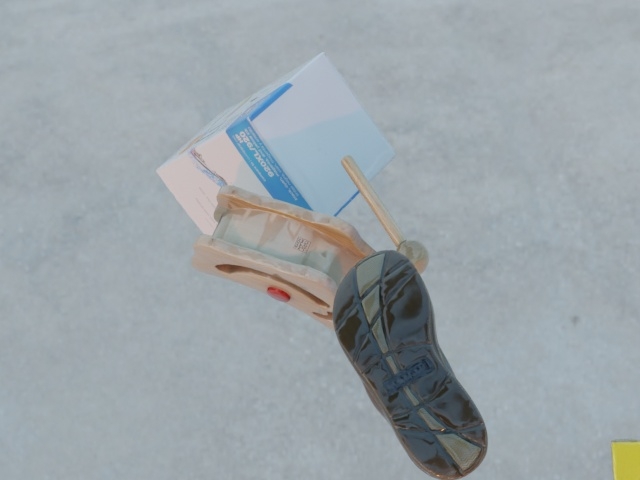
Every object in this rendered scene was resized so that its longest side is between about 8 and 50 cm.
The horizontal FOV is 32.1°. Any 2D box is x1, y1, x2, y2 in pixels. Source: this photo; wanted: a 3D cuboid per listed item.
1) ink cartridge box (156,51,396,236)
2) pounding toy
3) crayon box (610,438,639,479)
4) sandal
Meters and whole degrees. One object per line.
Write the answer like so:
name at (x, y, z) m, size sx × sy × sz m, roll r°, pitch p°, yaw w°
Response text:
ink cartridge box at (-0.062, -0.102, 1.455) m, size 0.232 × 0.168 × 0.171 m, roll -21°, pitch 21°, yaw 51°
pounding toy at (0.000, 0.000, 1.243) m, size 0.269 × 0.154 × 0.155 m, roll 17°, pitch 70°, yaw 18°
crayon box at (0.353, 0.218, 0.733) m, size 0.318 × 0.202 × 0.081 m, roll -2°, pitch -6°, yaw 5°
sandal at (0.077, 0.107, 0.943) m, size 0.090 × 0.060 × 0.219 m, roll -28°, pitch 59°, yaw -2°
